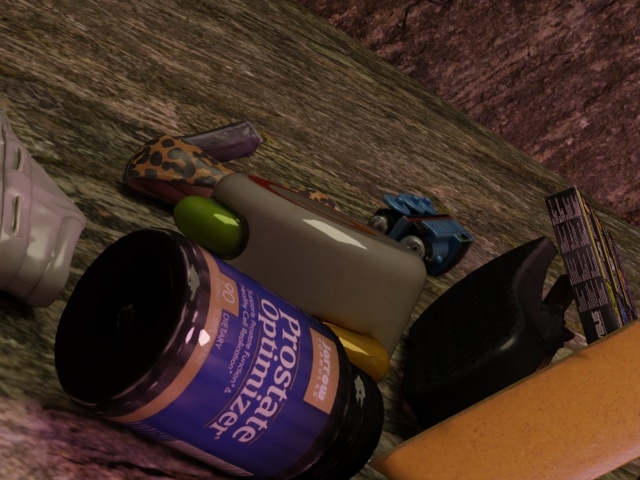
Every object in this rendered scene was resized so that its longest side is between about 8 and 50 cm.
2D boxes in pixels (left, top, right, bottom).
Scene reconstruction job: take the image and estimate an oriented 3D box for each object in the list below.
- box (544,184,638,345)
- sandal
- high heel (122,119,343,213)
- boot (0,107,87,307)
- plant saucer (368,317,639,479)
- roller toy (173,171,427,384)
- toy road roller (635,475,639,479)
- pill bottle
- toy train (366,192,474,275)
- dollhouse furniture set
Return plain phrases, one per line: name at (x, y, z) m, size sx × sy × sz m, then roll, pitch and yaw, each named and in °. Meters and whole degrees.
box at (0.317, 0.057, 1.398) m, size 0.184 × 0.045 × 0.191 m, roll 34°, pitch 40°, yaw -56°
sandal at (0.172, 0.106, 1.252) m, size 0.107 × 0.167 × 0.446 m, roll 58°, pitch 19°, yaw -6°
high heel at (-0.080, -0.013, 1.298) m, size 0.186 × 0.093 × 0.261 m, roll -21°, pitch 63°, yaw -43°
boot at (-0.252, -0.034, 0.983) m, size 0.123 × 0.095 × 0.258 m, roll 30°, pitch 22°, yaw -24°
plant saucer at (0.224, 0.114, 0.917) m, size 0.081 × 0.332 × 0.333 m, roll 63°, pitch 9°, yaw 13°
roller toy at (-0.020, 0.044, 1.025) m, size 0.209 × 0.146 × 0.191 m, roll 26°, pitch 6°, yaw 14°
toy road roller at (0.378, 0.192, 0.914) m, size 0.202 × 0.240 × 0.329 m, roll 43°, pitch -12°, yaw 12°
pill bottle at (-0.057, 0.089, 0.822) m, size 0.219 × 0.123 × 0.123 m, roll 34°, pitch 8°, yaw -42°
toy train at (0.125, -0.006, 1.615) m, size 0.105 × 0.080 × 0.184 m, roll 42°, pitch 17°, yaw 18°
dollhouse furniture set at (0.329, 0.130, 1.461) m, size 0.151 × 0.123 × 0.144 m, roll 36°, pitch 16°, yaw 21°
